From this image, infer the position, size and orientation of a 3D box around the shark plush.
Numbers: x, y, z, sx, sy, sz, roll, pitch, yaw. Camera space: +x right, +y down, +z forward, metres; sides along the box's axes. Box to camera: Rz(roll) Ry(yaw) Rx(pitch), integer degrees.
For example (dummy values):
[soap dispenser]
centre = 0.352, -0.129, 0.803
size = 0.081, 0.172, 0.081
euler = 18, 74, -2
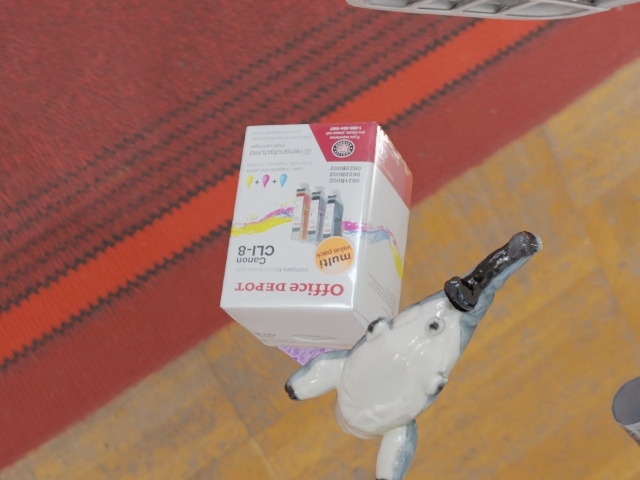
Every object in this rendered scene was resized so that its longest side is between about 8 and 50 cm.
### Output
[shark plush]
centre = 0.044, 0.043, 0.616
size = 0.067, 0.073, 0.161
euler = -38, 159, -51

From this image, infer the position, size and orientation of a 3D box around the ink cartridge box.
[ink cartridge box]
centre = 0.000, 0.000, 1.152
size = 0.127, 0.128, 0.176
euler = 48, 46, -63

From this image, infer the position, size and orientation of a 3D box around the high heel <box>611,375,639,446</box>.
[high heel]
centre = 0.328, 0.113, 0.752
size = 0.186, 0.261, 0.093
euler = 44, 41, -30

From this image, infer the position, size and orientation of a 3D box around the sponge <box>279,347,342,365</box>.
[sponge]
centre = -0.014, 0.079, 1.480
size = 0.117, 0.031, 0.210
euler = -54, 140, -5

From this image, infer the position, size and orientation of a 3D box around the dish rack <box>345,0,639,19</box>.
[dish rack]
centre = 0.210, -0.264, 1.183
size = 0.285, 0.333, 0.072
euler = -1, 92, -29
